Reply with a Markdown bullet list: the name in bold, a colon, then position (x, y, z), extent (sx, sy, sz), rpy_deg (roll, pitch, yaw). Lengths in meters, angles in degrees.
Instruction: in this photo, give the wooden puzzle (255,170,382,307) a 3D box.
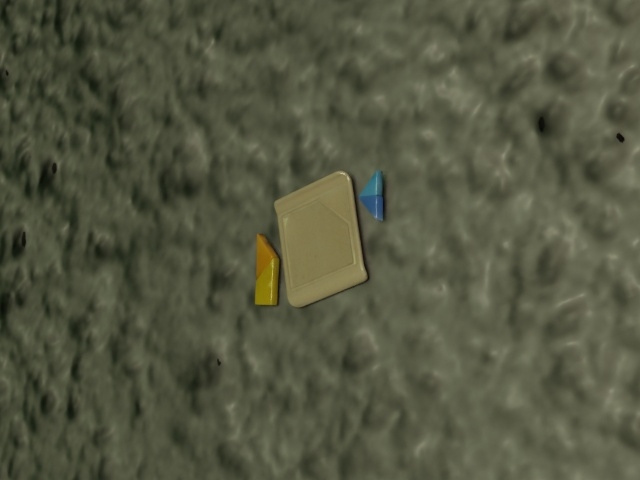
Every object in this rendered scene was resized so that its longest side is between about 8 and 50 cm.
- **wooden puzzle**: position (0.000, 0.000, 0.973), extent (0.116, 0.014, 0.078), rpy_deg (-15, 76, 42)
